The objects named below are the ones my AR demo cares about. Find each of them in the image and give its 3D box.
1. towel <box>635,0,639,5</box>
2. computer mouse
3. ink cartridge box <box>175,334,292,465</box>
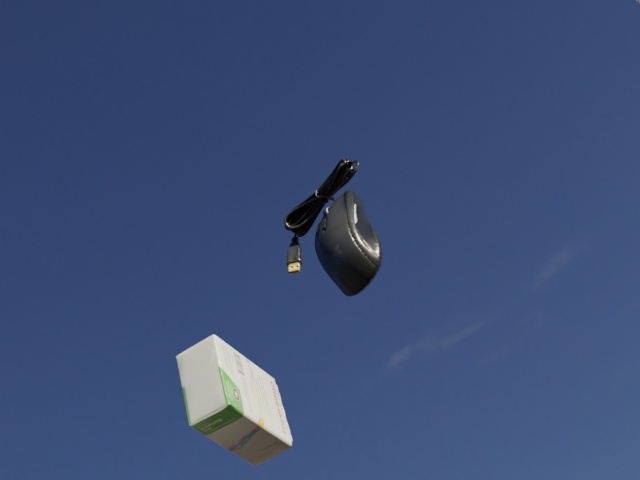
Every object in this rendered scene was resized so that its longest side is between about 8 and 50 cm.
[{"bbox_3d":[0.230,-0.336,1.118,0.248,0.325,0.038,18,-61,-45],"label":"towel"},{"bbox_3d":[0.000,0.000,1.667,0.060,0.262,0.184,26,-57,-30],"label":"computer mouse"},{"bbox_3d":[-0.152,0.288,1.988,0.093,0.154,0.212,-31,-41,16],"label":"ink cartridge box"}]
